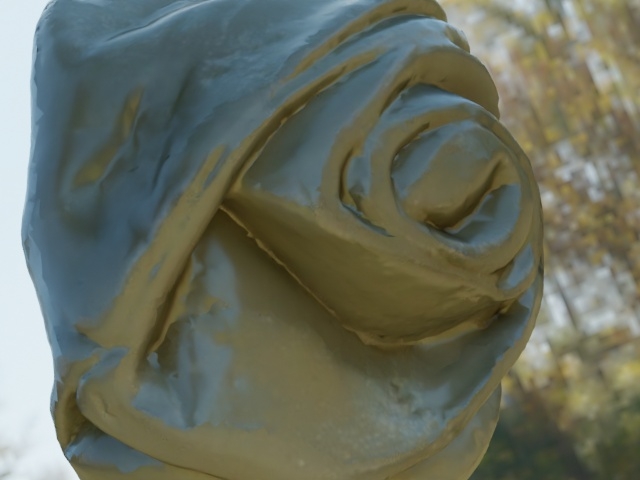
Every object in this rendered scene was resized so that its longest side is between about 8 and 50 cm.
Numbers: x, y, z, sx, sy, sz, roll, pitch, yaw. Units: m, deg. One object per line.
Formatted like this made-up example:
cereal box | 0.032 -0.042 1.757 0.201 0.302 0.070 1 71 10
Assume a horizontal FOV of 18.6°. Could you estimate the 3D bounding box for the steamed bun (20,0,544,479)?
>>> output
steamed bun | 0.000 0.000 1.148 0.255 0.367 0.342 -14 -11 26
